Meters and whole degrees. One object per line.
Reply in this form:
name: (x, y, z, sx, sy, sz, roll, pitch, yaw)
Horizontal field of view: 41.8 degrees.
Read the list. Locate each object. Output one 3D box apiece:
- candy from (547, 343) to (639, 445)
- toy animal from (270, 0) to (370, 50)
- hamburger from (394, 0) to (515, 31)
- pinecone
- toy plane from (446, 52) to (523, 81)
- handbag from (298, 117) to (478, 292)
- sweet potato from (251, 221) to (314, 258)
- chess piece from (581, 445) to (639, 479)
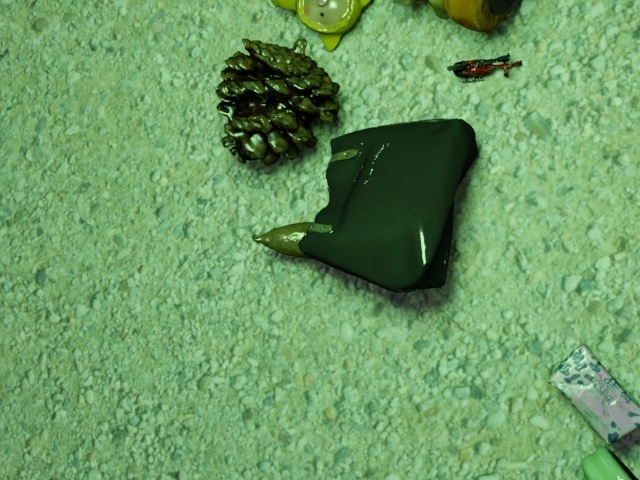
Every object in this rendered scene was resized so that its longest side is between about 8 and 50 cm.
candy: (0.472, 0.265, 1.439, 0.092, 0.073, 0.160, -44, 72, 11)
toy animal: (-0.019, -0.503, 1.680, 0.229, 0.156, 0.156, 41, 97, 9)
hamburger: (0.249, -0.559, 1.497, 0.250, 0.330, 0.330, 25, 92, 21)
pinecone: (-0.084, -0.267, 1.626, 0.243, 0.243, 0.257, 38, 139, 19)
toy plane: (0.308, -0.327, 1.580, 0.145, 0.060, 0.037, -3, 82, 3)
handbag: (0.119, -0.071, 1.555, 0.287, 0.152, 0.342, 8, 67, 26)
sweet potato: (0.002, 0.000, 1.640, 0.269, 0.075, 0.075, 0, 83, 3)
chess piece: (0.412, 0.492, 1.377, 0.298, 0.176, 0.176, -44, 72, 10)
